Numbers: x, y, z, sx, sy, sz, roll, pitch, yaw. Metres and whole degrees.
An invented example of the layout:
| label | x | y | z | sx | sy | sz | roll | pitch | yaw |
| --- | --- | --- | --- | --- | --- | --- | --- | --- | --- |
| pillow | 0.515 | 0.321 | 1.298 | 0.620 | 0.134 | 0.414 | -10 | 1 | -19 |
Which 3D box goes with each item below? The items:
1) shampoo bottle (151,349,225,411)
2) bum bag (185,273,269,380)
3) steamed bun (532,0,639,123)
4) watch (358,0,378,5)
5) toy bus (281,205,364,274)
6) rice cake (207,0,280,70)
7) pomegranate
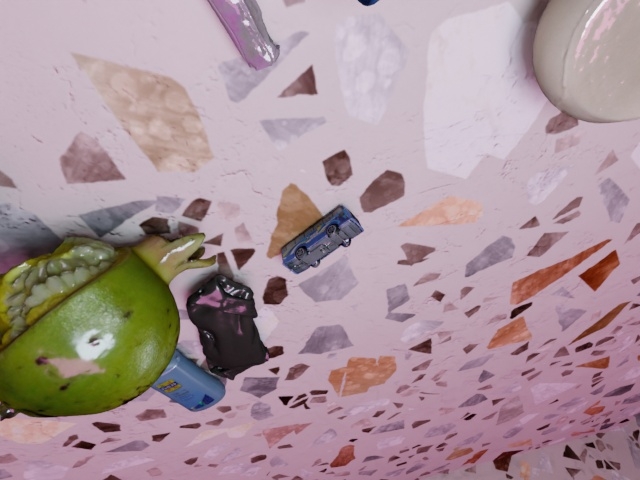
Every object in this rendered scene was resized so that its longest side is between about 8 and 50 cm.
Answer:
| label | x | y | z | sx | sy | sz | roll | pitch | yaw |
| --- | --- | --- | --- | --- | --- | --- | --- | --- | --- |
| shampoo bottle | -0.316 | 0.295 | 0.874 | 0.104 | 0.061 | 0.258 | -25 | 133 | 6 |
| bum bag | -0.178 | 0.178 | 0.806 | 0.142 | 0.079 | 0.326 | -3 | 136 | -6 |
| steamed bun | 0.394 | -0.278 | 0.524 | 0.232 | 0.145 | 0.231 | 0 | 132 | 1 |
| watch | 0.055 | -0.323 | 0.338 | 0.171 | 0.200 | 0.196 | -28 | 137 | 12 |
| toy bus | 0.000 | 0.000 | 0.707 | 0.153 | 0.061 | 0.051 | -36 | 133 | 17 |
| rice cake | -0.120 | -0.293 | 0.407 | 0.049 | 0.055 | 0.270 | -26 | 136 | 12 |
| pomegranate | -0.306 | 0.101 | 0.586 | 0.341 | 0.260 | 0.260 | -38 | 138 | -21 |
